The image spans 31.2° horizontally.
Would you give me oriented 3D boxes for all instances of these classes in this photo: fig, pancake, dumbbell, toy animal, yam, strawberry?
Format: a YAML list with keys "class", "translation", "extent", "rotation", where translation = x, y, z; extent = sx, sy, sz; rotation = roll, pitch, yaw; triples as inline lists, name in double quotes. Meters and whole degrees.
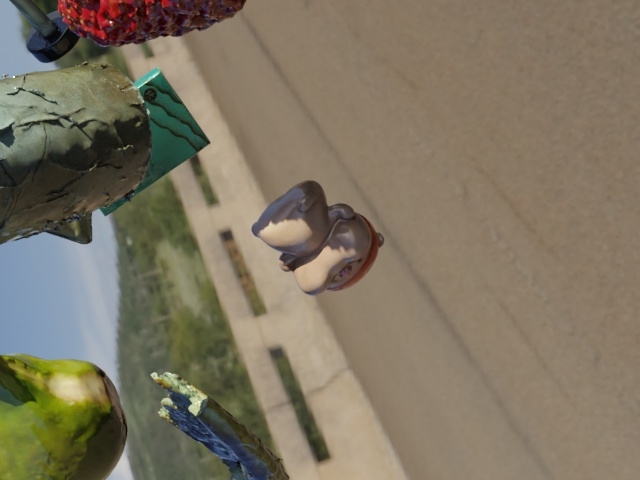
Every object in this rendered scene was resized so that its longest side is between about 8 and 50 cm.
- class: "fig"
  translation: [-0.377, 0.217, 1.462]
  extent: [0.275, 0.206, 0.206]
  rotation: [57, -172, -49]
- class: "pancake"
  translation: [-0.190, 0.374, 2.125]
  extent: [0.304, 0.067, 0.427]
  rotation: [32, 160, 7]
- class: "dumbbell"
  translation: [-0.493, -0.393, 1.919]
  extent: [0.191, 0.100, 0.100]
  rotation: [49, -168, -45]
- class: "toy animal"
  translation: [0.000, 0.000, 1.919]
  extent: [0.197, 0.171, 0.171]
  rotation: [38, -173, -22]
- class: "yam"
  translation: [-0.422, -0.119, 1.575]
  extent: [0.241, 0.348, 0.241]
  rotation: [27, 126, 44]
- class: "strawberry"
  translation: [-0.237, -0.436, 1.688]
  extent: [0.343, 0.292, 0.292]
  rotation: [-13, 95, 40]

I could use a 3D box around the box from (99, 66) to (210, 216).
- class: "box"
  translation: [-0.324, -0.167, 1.967]
  extent: [0.161, 0.226, 0.042]
  rotation: [55, 180, -29]

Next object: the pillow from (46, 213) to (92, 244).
- class: "pillow"
  translation: [-0.517, -0.113, 1.951]
  extent: [0.075, 0.302, 0.185]
  rotation: [-27, 54, 44]
